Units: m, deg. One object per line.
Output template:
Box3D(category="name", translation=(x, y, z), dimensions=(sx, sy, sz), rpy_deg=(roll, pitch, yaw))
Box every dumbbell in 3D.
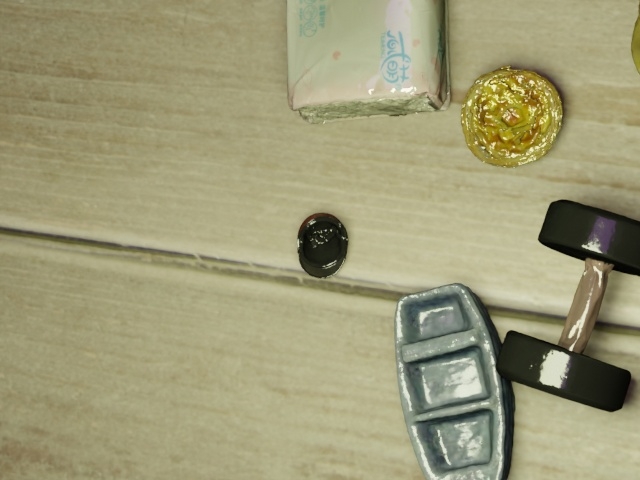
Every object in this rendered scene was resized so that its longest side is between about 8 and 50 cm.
Box3D(category="dumbbell", translation=(0.303, 0.075, 1.874), dimensions=(0.152, 0.152, 0.218), rpy_deg=(18, 88, 21))

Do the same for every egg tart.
Box3D(category="egg tart", translation=(0.234, -0.148, 1.990), dimensions=(0.129, 0.049, 0.128), rpy_deg=(-1, 87, 18))

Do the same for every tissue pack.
Box3D(category="tissue pack", translation=(0.057, -0.291, 2.036), dimensions=(0.201, 0.124, 0.271), rpy_deg=(-4, 81, 23))

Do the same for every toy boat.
Box3D(category="toy boat", translation=(0.165, 0.196, 1.946), dimensions=(0.127, 0.078, 0.283), rpy_deg=(-13, 78, 17))

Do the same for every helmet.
Box3D(category="helmet", translation=(0.000, 0.001, 2.050), dimensions=(0.065, 0.049, 0.084), rpy_deg=(2, 111, -11))

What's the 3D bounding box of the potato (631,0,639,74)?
Box3D(category="potato", translation=(0.415, -0.250, 1.927), dimensions=(0.091, 0.070, 0.138), rpy_deg=(11, 87, 19))
